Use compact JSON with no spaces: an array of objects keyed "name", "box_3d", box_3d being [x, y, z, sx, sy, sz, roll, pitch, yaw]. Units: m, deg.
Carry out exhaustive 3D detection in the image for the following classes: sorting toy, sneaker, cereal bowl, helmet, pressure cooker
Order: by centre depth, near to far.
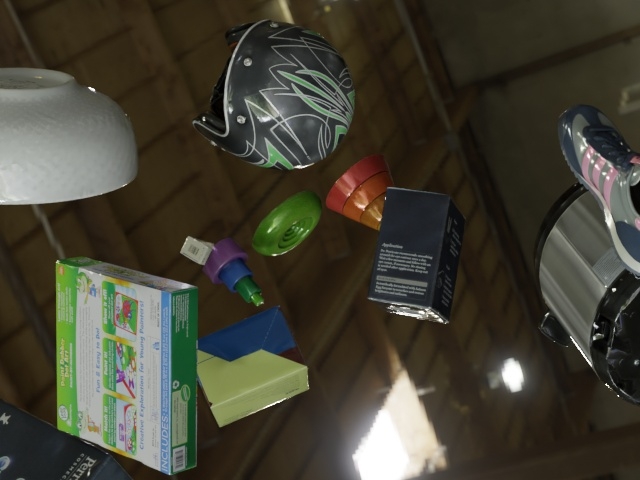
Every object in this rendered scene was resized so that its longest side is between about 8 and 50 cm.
[{"name":"helmet","box_3d":[-0.044,-0.153,1.340,0.169,0.161,0.169,-2,-87,-34]},{"name":"cereal bowl","box_3d":[-0.429,-0.164,1.810,0.339,0.339,0.141,-41,-42,-65]},{"name":"sorting toy","box_3d":[0.000,0.000,1.911,0.365,0.127,0.126,-29,-113,-32]},{"name":"sneaker","box_3d":[0.467,-0.106,1.915,0.131,0.112,0.319,110,144,-52]},{"name":"pressure cooker","box_3d":[0.598,0.056,2.324,0.420,0.370,0.375,-117,16,-57]}]

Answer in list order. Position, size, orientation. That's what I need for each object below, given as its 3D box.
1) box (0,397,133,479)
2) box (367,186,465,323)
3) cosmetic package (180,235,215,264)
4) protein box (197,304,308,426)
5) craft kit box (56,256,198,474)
[{"name":"box","box_3d":[-0.476,0.426,1.885,0.293,0.395,0.212,-53,-43,-25]},{"name":"box","box_3d":[0.136,0.023,1.745,0.156,0.093,0.158,38,-119,-72]},{"name":"cosmetic package","box_3d":[-0.239,0.029,2.677,0.041,0.060,0.115,-63,-28,3]},{"name":"protein box","box_3d":[-0.139,0.247,2.458,0.201,0.200,0.136,88,159,-71]},{"name":"craft kit box","box_3d":[-0.265,0.164,1.708,0.061,0.246,0.250,-11,-72,-49]}]
